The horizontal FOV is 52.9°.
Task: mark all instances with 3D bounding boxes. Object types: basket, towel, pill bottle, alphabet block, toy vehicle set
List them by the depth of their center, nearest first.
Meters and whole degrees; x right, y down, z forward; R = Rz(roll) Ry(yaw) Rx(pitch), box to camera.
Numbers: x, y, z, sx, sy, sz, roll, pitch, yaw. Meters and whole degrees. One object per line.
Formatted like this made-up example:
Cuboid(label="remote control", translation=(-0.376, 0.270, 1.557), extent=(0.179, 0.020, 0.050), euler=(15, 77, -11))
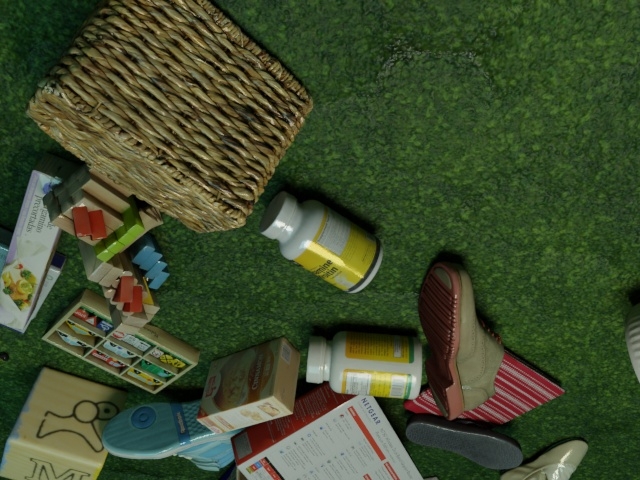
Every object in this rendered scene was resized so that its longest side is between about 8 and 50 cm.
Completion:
Cuboid(label="basket", translation=(-0.201, -0.177, 0.871), extent=(0.299, 0.223, 0.213), euler=(36, 160, -25))
Cuboid(label="pill bottle", translation=(0.000, 0.000, 1.008), extent=(0.184, 0.103, 0.103), euler=(31, 129, -21))
Cuboid(label="pill bottle", translation=(0.080, 0.232, 1.210), extent=(0.209, 0.117, 0.117), euler=(4, 134, 2))
Cuboid(label="toy vehicle set", translation=(-0.400, 0.211, 1.299), extent=(0.267, 0.035, 0.166), euler=(35, 127, -24))
Cuboid(label="towel", translation=(0.330, 0.321, 1.328), extent=(0.199, 0.031, 0.275), euler=(32, 128, -23))
Cuboid(label="alphabet block", translation=(-0.563, 0.424, 1.417), extent=(0.197, 0.192, 0.193), euler=(23, 133, -13))

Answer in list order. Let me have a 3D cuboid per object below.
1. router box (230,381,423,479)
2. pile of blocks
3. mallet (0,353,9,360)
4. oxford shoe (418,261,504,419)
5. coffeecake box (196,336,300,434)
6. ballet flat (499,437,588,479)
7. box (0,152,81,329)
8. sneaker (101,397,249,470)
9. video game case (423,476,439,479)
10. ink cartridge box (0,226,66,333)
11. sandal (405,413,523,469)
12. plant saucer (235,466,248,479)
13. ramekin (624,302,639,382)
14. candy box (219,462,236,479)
Cuboid(label="router box", translation=(0.023, 0.467, 1.364), extent=(0.301, 0.082, 0.335), euler=(-30, 122, -2))
Cuboid(label="pile of blocks", translation=(-0.307, 0.036, 1.036), extent=(0.149, 0.112, 0.362), euler=(-23, 142, -11))
Cuboid(label="mallet", translation=(-0.769, 0.247, 1.379), extent=(0.190, 0.039, 0.062), euler=(-7, 136, 7))
Cuboid(label="oxford shoe", translation=(0.258, 0.168, 1.152), extent=(0.130, 0.123, 0.348), euler=(-17, 128, -11))
Cuboid(label="coffeecake box", translation=(-0.139, 0.287, 1.269), extent=(0.186, 0.142, 0.068), euler=(-23, 126, 25))
Cuboid(label="ballet flat", translation=(0.518, 0.539, 1.480), extent=(0.086, 0.086, 0.248), euler=(27, 130, -19))
Cuboid(label="box", translation=(-0.469, 0.010, 1.053), extent=(0.063, 0.067, 0.324), euler=(22, 119, -17))
Cuboid(label="sneaker", translation=(-0.305, 0.446, 1.411), extent=(0.319, 0.127, 0.208), euler=(-4, 138, -14))
Cuboid(label="video game case", translation=(0.254, 0.698, 1.700), extent=(0.206, 0.026, 0.227), euler=(-19, 129, 23))
Cuboid(label="ink cartridge box", translation=(-0.605, 0.057, 1.167), extent=(0.223, 0.045, 0.224), euler=(29, 128, -21))
Cuboid(label="sandal", translation=(0.310, 0.414, 1.370), extent=(0.255, 0.054, 0.097), euler=(18, 126, 3))
Cuboid(label="plant saucer", translation=(-0.055, 0.515, 1.469), extent=(0.278, 0.041, 0.277), euler=(-2, 105, -9))
Cuboid(label="ramekin", translation=(0.588, 0.183, 1.056), extent=(0.109, 0.207, 0.207), euler=(-23, 127, 37))
Cuboid(label="candy box", translation=(-0.089, 0.668, 1.642), extent=(0.317, 0.122, 0.268), euler=(24, 129, -15))
